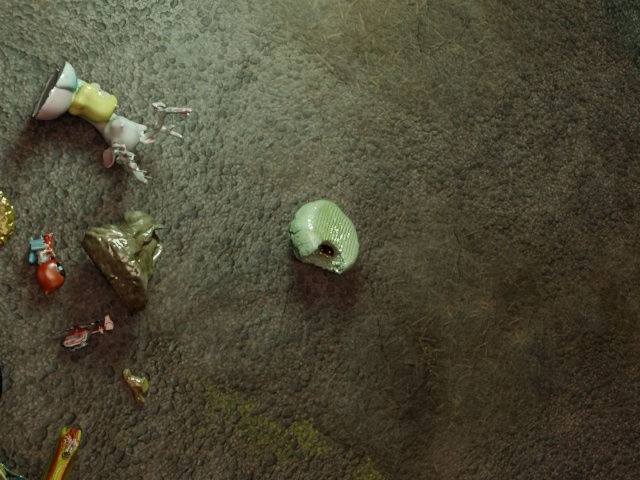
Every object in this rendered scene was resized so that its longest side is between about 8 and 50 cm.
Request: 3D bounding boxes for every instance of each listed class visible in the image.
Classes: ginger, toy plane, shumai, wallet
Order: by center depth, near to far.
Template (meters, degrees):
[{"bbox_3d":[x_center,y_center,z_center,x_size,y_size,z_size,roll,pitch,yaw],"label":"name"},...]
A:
[{"bbox_3d":[-0.613,0.554,1.752,0.067,0.141,0.241,19,79,-13],"label":"wallet"},{"bbox_3d":[-0.437,0.035,1.827,0.185,0.184,0.218,-37,86,-17],"label":"shumai"},{"bbox_3d":[-0.569,0.226,1.846,0.145,0.037,0.060,-19,83,-16],"label":"toy plane"},{"bbox_3d":[-0.447,0.354,1.884,0.048,0.030,0.097,-29,98,-18],"label":"ginger"}]

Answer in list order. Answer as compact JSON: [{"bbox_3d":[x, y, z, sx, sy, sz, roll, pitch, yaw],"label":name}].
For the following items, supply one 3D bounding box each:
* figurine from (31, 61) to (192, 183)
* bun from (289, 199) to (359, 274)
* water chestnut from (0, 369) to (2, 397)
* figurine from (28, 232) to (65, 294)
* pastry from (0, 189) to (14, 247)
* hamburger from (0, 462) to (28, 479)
[{"bbox_3d":[-0.494,-0.268,1.794,0.315,0.284,0.207,28,79,-28],"label":"figurine"},{"bbox_3d":[0.000,0.000,2.024,0.213,0.126,0.204,55,45,-15],"label":"bun"},{"bbox_3d":[-0.857,0.317,1.613,0.350,0.302,0.351,32,38,-29],"label":"water chestnut"},{"bbox_3d":[-0.648,0.057,1.811,0.075,0.068,0.140,-14,89,-23],"label":"figurine"},{"bbox_3d":[-0.796,-0.048,1.745,0.188,0.103,0.189,1,86,-21],"label":"pastry"},{"bbox_3d":[-0.745,0.601,1.641,0.276,0.150,0.261,29,92,21],"label":"hamburger"}]
